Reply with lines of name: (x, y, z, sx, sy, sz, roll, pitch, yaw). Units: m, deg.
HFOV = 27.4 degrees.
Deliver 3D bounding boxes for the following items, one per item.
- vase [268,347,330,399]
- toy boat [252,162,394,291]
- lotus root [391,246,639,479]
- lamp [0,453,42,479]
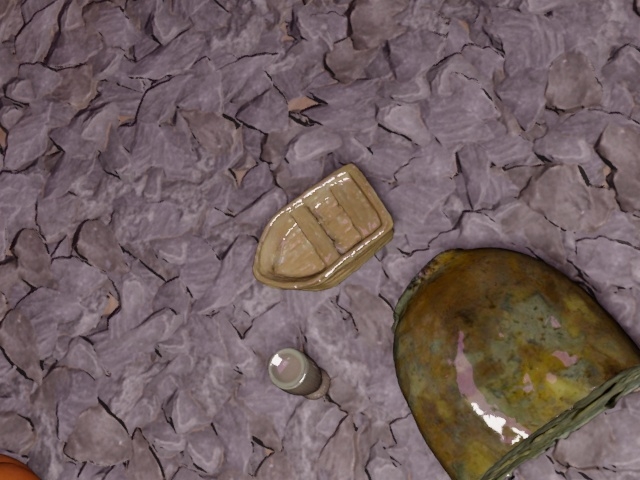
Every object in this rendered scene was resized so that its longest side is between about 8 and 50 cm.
vase: (-0.023, 0.166, 1.612, 0.053, 0.101, 0.053, -6, 72, 18)
toy boat: (0.000, 0.000, 1.681, 0.188, 0.061, 0.116, -35, 67, 5)
lotus root: (0.202, 0.118, 1.532, 0.267, 0.149, 0.260, -35, 66, 2)
lamp: (-0.412, 0.375, 1.623, 0.223, 0.196, 0.223, -18, 68, 55)
